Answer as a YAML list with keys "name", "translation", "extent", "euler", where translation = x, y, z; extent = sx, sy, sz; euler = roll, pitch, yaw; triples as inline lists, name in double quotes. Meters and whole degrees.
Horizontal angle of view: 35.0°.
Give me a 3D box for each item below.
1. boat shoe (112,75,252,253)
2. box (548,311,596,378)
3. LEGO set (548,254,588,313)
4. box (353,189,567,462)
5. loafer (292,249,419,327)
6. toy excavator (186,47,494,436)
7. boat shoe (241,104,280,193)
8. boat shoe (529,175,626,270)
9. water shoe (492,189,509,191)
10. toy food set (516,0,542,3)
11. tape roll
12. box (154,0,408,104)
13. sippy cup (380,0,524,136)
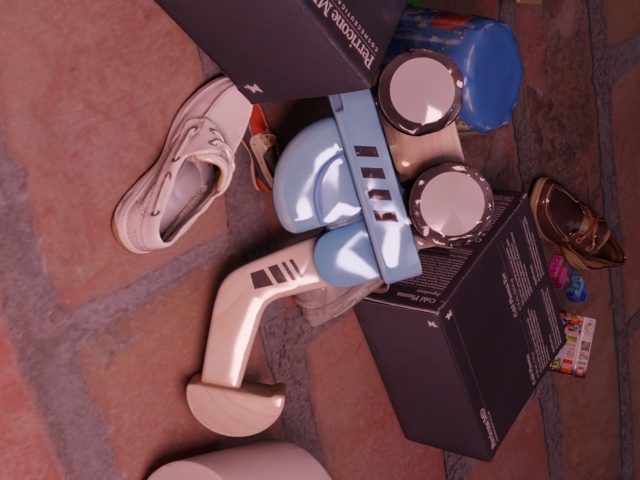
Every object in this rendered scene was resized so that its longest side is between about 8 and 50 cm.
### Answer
- name: "boat shoe"
  translation: [-0.149, -0.094, 1.283]
  extent: [0.098, 0.096, 0.277]
  euler: [49, 59, -39]
- name: "box"
  translation: [0.419, 0.186, 1.922]
  extent: [0.036, 0.207, 0.114]
  euler: [14, 86, -36]
- name: "LEGO set"
  translation: [0.501, 0.156, 2.111]
  extent: [0.093, 0.087, 0.227]
  euler: [44, 65, -44]
- name: "box"
  translation: [0.246, 0.135, 1.731]
  extent: [0.312, 0.179, 0.343]
  euler: [-48, 130, -36]
- name: "loafer"
  translation: [0.077, 0.025, 1.574]
  extent: [0.319, 0.112, 0.111]
  euler: [-30, 124, -35]
- name: "toy excavator"
  translation: [0.000, 0.000, 1.340]
  extent: [0.222, 0.445, 0.433]
  euler: [-77, 151, -85]
- name: "boat shoe"
  translation: [-0.078, -0.129, 1.403]
  extent: [0.049, 0.043, 0.137]
  euler: [-31, 119, -40]
- name: "boat shoe"
  translation: [0.539, -0.027, 2.091]
  extent: [0.342, 0.123, 0.123]
  euler: [41, 66, -45]
- name: "water shoe"
  translation: [0.323, 0.006, 1.899]
  extent: [0.080, 0.073, 0.203]
  euler: [7, 85, -31]
- name: "toy food set"
  translation: [0.366, -0.529, 1.869]
  extent: [0.132, 0.038, 0.192]
  euler: [-13, 102, -55]
- name: "tape roll"
  translation: [-0.105, 0.391, 1.313]
  extent: [0.169, 0.246, 0.246]
  euler: [-2, 98, -50]
- name: "box"
  translation: [-0.027, -0.417, 1.245]
  extent: [0.293, 0.212, 0.395]
  euler: [44, 60, -40]
- name: "sippy cup"
  translation: [0.174, -0.250, 1.540]
  extent: [0.240, 0.224, 0.305]
  euler: [-26, 117, -44]
